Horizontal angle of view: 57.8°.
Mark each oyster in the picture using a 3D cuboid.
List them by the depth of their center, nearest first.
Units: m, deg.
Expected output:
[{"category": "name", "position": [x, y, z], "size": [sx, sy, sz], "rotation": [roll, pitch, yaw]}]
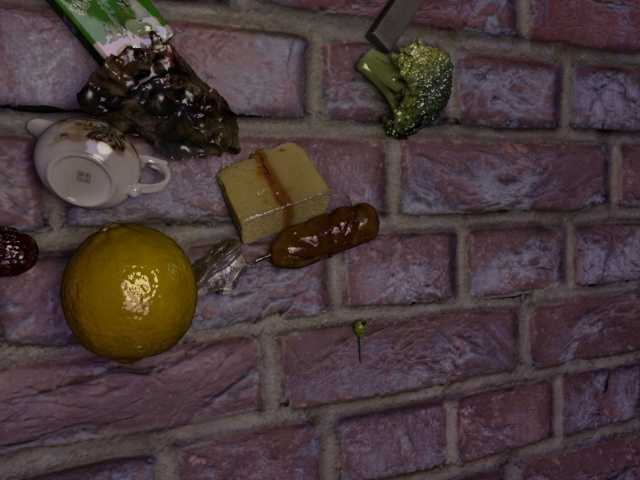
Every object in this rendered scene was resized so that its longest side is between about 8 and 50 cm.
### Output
[{"category": "oyster", "position": [-0.318, -0.252, 1.222], "size": [0.221, 0.096, 0.361], "rotation": [-32, 139, 13]}]

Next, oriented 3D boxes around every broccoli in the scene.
[{"category": "broccoli", "position": [0.198, -0.381, 1.435], "size": [0.243, 0.263, 0.247], "rotation": [34, 114, 5]}]

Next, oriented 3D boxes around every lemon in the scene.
[{"category": "lemon", "position": [-0.385, 0.107, 1.182], "size": [0.293, 0.293, 0.293], "rotation": [-3, 96, -23]}]

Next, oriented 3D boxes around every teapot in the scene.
[{"category": "teapot", "position": [-0.459, -0.156, 1.185], "size": [0.298, 0.139, 0.204], "rotation": [21, 125, -20]}]

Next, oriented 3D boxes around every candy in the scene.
[{"category": "candy", "position": [0.105, 0.269, 1.542], "size": [0.035, 0.035, 0.123], "rotation": [3, 105, 8]}]

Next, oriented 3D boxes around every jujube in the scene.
[{"category": "jujube", "position": [-0.654, 0.027, 1.155], "size": [0.166, 0.104, 0.104], "rotation": [2, 95, -11]}]

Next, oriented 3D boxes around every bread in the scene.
[{"category": "bread", "position": [-0.116, -0.122, 1.405], "size": [0.240, 0.135, 0.178], "rotation": [-22, 70, -19]}, {"category": "bread", "position": [-0.002, 0.000, 1.429], "size": [0.344, 0.084, 0.124], "rotation": [-20, 113, -21]}]

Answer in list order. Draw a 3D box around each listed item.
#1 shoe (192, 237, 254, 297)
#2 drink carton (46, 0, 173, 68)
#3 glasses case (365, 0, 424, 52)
[{"category": "shoe", "position": [-0.239, 0.080, 1.346], "size": [0.180, 0.089, 0.092], "rotation": [-43, 122, -11]}, {"category": "drink carton", "position": [-0.437, -0.475, 1.184], "size": [0.161, 0.108, 0.271], "rotation": [-43, 110, -14]}, {"category": "glasses case", "position": [0.198, -0.581, 1.482], "size": [0.071, 0.047, 0.205], "rotation": [37, 80, -27]}]
